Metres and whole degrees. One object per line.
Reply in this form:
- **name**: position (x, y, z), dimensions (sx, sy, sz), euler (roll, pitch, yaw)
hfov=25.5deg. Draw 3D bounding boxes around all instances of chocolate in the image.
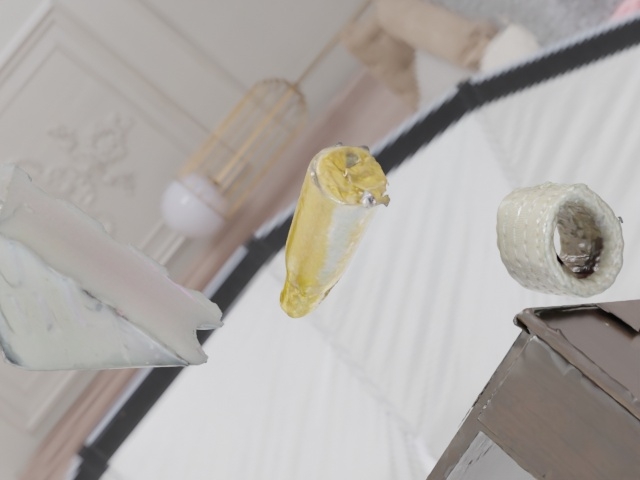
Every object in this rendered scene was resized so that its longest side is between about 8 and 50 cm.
- **chocolate**: position (0.000, 0.000, 1.412), dimensions (0.086, 0.085, 0.219), euler (39, 141, 12)

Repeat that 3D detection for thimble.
- **thimble**: position (0.236, 0.000, 1.410), dimensions (0.090, 0.102, 0.115), euler (5, 113, 60)

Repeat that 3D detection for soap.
- **soap**: position (-0.300, 0.033, 1.861), dimensions (0.159, 0.302, 0.257), euler (-59, -38, -60)

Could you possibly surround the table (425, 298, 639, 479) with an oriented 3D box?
- **table**: position (0.178, 0.218, 0.822), dimensions (0.250, 0.282, 0.196), euler (40, -158, 26)
